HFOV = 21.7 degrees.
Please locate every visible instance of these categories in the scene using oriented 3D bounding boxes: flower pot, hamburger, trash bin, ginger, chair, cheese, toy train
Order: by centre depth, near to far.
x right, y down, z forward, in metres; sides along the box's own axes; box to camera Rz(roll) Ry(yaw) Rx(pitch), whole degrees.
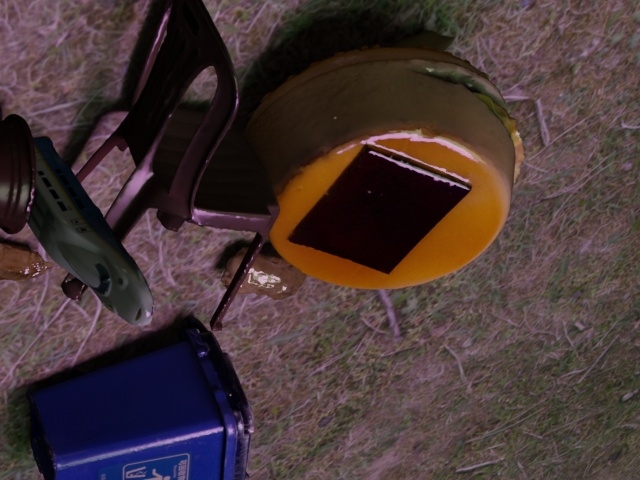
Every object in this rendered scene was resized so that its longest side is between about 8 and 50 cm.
[{"bbox_3d":[-0.318,-0.062,1.515,0.089,0.111,0.111,2,130,-30],"label":"flower pot"},{"bbox_3d":[-0.225,-0.004,1.545,0.051,0.234,0.052,-8,136,-36],"label":"toy train"},{"bbox_3d":[-0.120,-0.089,1.610,0.183,0.175,0.326,8,131,-38],"label":"chair"},{"bbox_3d":[-0.326,0.018,1.650,0.137,0.044,0.057,27,91,-57],"label":"ginger"},{"bbox_3d":[0.063,-0.081,1.754,0.300,0.176,0.300,-3,143,-2],"label":"hamburger"},{"bbox_3d":[0.103,-0.196,1.807,0.041,0.060,0.084,4,121,-59],"label":"cheese"},{"bbox_3d":[-0.207,0.207,1.896,0.235,0.184,0.162,-13,140,-17],"label":"trash bin"},{"bbox_3d":[0.003,-0.014,1.926,0.259,0.065,0.149,-15,127,-24],"label":"ginger"}]
